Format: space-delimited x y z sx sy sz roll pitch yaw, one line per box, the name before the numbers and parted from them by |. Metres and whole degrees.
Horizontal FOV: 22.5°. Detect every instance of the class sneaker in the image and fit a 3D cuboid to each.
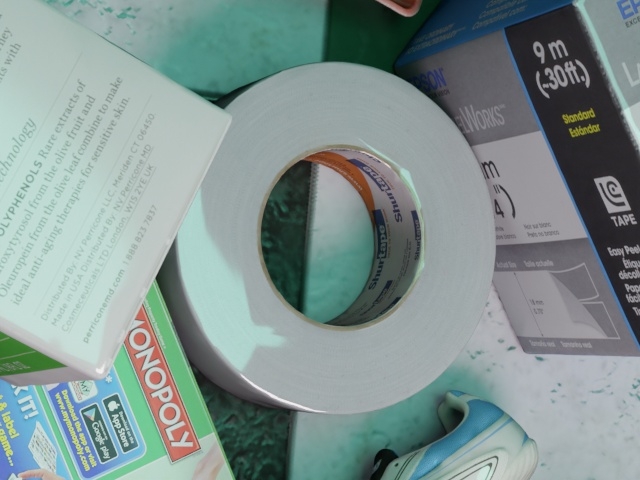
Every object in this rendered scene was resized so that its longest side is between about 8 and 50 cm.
sneaker | 0.046 0.190 1.022 0.086 0.085 0.237 33 55 20

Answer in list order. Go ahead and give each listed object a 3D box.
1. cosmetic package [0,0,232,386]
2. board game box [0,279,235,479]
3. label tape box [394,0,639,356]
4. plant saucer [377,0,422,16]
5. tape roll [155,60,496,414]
cosmetic package | -0.253 -0.078 0.790 0.365 0.197 0.155 29 74 -16
board game box | -0.149 0.183 0.959 0.213 0.046 0.317 -23 96 -24
label tape box | 0.155 -0.095 1.006 0.106 0.240 0.334 -27 97 -21
plant saucer | -0.011 -0.304 1.014 0.259 0.048 0.258 21 78 -43
tape roll | 0.000 0.000 1.022 0.219 0.072 0.219 2 85 -24
